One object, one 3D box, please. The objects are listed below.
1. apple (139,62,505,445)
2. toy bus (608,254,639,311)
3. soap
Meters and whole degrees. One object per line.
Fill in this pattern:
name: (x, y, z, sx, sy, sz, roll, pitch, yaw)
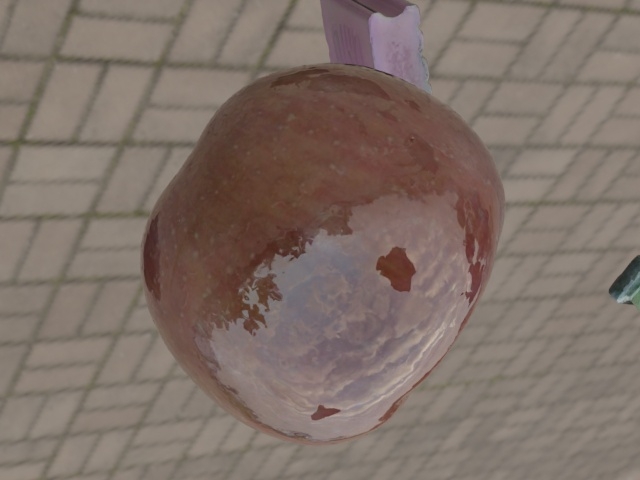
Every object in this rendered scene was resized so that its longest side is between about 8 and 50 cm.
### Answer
apple: (0.000, 0.000, 0.986, 0.306, 0.235, 0.306, -59, 180, 0)
toy bus: (0.257, 0.065, 0.467, 0.133, 0.276, 0.165, 8, 124, -49)
soap: (0.062, -0.231, 1.558, 0.065, 0.203, 0.122, -15, 112, -12)
